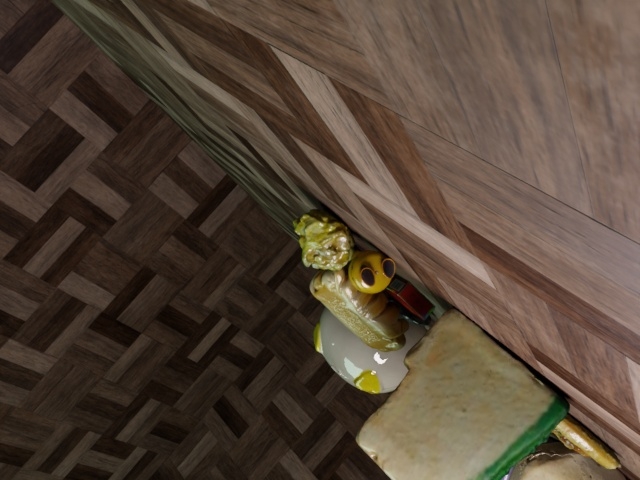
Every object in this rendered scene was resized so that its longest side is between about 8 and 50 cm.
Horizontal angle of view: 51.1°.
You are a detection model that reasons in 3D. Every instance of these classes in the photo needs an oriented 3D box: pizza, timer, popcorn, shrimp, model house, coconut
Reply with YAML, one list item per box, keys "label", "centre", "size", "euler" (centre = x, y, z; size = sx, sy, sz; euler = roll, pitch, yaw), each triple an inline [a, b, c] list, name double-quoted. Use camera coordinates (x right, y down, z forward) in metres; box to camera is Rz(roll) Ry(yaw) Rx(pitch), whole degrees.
- label: "pizza"
  centre: [0.584, 0.453, 1.606]
  size: [0.292, 0.058, 0.197]
  euler: [39, 176, 34]
- label: "timer"
  centre: [0.116, 0.074, 1.613]
  size: [0.107, 0.107, 0.109]
  euler: [42, 166, -14]
- label: "popcorn"
  centre: [0.008, -0.009, 1.683]
  size: [0.173, 0.142, 0.173]
  euler: [41, -158, -20]
- label: "shrimp"
  centre: [0.248, 0.191, 1.957]
  size: [0.073, 0.075, 0.190]
  euler: [1, -160, -43]
- label: "model house"
  centre: [0.310, 0.420, 1.515]
  size: [0.334, 0.382, 0.342]
  euler: [42, 171, 28]
- label: "coconut"
  centre: [0.680, 0.721, 1.819]
  size: [0.352, 0.352, 0.352]
  euler: [41, 176, 3]

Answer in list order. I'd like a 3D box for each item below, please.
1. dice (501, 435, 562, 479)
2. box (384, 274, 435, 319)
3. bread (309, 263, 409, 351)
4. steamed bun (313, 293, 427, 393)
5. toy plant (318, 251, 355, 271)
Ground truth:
- label: "dice"
  centre: [0.660, 0.747, 2.123]
  size: [0.270, 0.271, 0.270]
  euler: [24, 178, -2]
- label: "box"
  centre: [0.220, 0.142, 1.788]
  size: [0.112, 0.048, 0.175]
  euler: [42, 176, -17]
- label: "bread"
  centre: [0.117, 0.180, 1.842]
  size: [0.311, 0.121, 0.173]
  euler: [45, 148, -14]
- label: "steamed bun"
  centre: [0.167, 0.315, 2.171]
  size: [0.374, 0.334, 0.334]
  euler: [35, 173, 36]
- label: "toy plant"
  centre: [0.076, 0.096, 1.978]
  size: [0.218, 0.175, 0.235]
  euler: [34, 147, 7]
